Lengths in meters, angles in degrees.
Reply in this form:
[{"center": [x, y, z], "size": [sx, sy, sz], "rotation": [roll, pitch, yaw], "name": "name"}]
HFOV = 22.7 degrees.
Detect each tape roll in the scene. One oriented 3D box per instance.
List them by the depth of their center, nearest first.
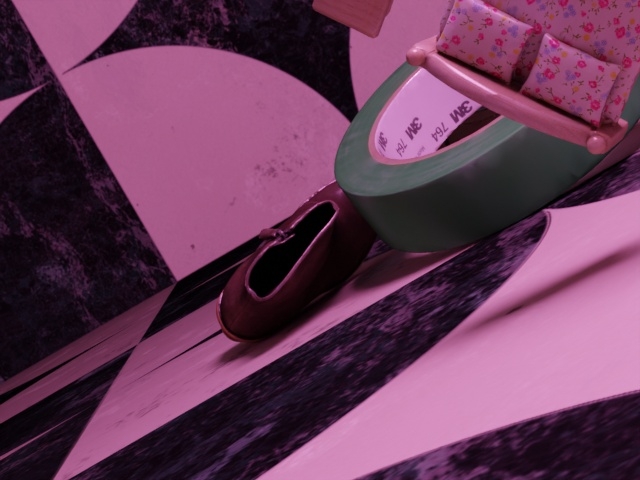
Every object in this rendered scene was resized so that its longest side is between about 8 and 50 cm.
[{"center": [0.163, -0.125, 1.489], "size": [0.321, 0.077, 0.321], "rotation": [-32, 23, 15], "name": "tape roll"}]

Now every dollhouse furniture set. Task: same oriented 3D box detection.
[{"center": [0.168, -0.182, 0.861], "size": [0.174, 0.355, 0.303], "rotation": [-35, -32, -60], "name": "dollhouse furniture set"}]

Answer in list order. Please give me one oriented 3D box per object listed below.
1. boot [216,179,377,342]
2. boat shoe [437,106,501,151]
[{"center": [0.000, 0.000, 1.565], "size": [0.248, 0.090, 0.207], "rotation": [-46, -3, -20], "name": "boot"}, {"center": [0.192, -0.111, 1.690], "size": [0.302, 0.113, 0.103], "rotation": [-13, 11, 46], "name": "boat shoe"}]
